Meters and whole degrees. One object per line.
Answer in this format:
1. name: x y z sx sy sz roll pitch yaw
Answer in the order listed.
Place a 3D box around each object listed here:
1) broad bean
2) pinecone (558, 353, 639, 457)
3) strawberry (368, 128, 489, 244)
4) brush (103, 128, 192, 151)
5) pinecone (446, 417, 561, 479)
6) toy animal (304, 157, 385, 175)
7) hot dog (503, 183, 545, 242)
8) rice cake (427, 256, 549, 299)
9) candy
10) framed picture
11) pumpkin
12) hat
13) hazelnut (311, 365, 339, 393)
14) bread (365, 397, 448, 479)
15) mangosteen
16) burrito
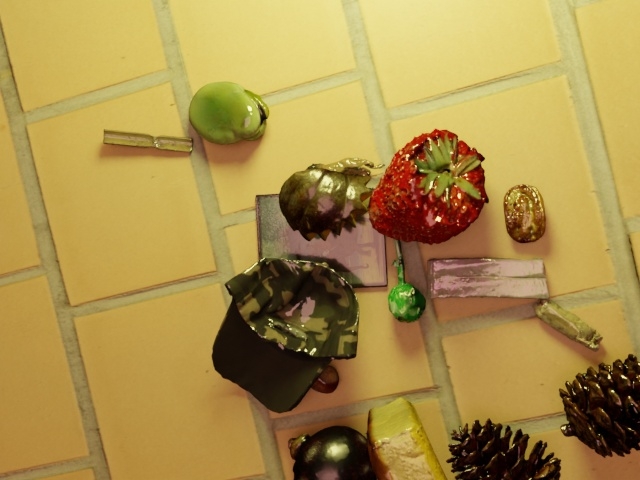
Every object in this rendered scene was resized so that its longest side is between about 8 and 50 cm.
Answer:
1. broad bean: -0.243 -0.336 1.943 0.227 0.100 0.170 -2 85 12
2. pinecone: 0.689 0.390 1.733 0.272 0.224 0.224 -29 87 3
3. strawberry: 0.260 -0.122 1.808 0.260 0.258 0.261 6 68 -16
4. brush: -0.468 -0.272 2.020 0.247 0.036 0.043 5 97 4
5. pinecone: 0.439 0.553 1.793 0.292 0.246 0.246 38 99 23
6. toy animal: 0.058 -0.171 1.904 0.219 0.069 0.086 -7 66 8
7. hot dog: 0.504 -0.066 1.828 0.099 0.065 0.147 -4 93 20
8. rice cake: 0.418 0.093 1.857 0.297 0.050 0.106 -1 93 11
9. candy: 0.200 0.049 1.893 0.096 0.097 0.324 -10 82 11
10. framed picture: 0.000 0.000 1.950 0.346 0.016 0.265 -2 92 11
11. pumpkin: -0.005 -0.090 1.829 0.253 0.149 0.131 -28 46 23
12. hat: -0.093 0.241 1.922 0.366 0.257 0.382 36 138 7
13. hazelnut: 0.006 0.362 1.934 0.086 0.086 0.087 0 92 11
14. bread: 0.226 0.567 1.777 0.143 0.323 0.333 -25 86 3
15. mangosteen: 0.018 0.567 1.873 0.265 0.228 0.228 25 97 40
16. burrito: 0.610 0.205 1.827 0.188 0.045 0.058 33 91 10
